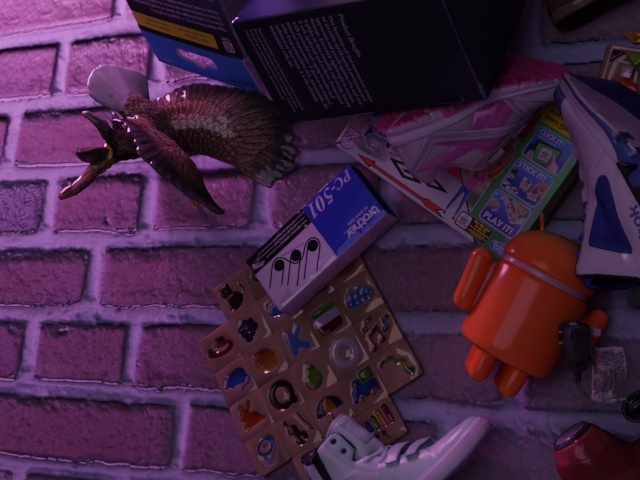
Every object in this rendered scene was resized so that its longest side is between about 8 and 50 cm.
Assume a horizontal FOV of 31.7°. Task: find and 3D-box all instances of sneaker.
[{"bbox_3d":[0.376,-0.344,1.453,0.188,0.066,0.071,-24,67,21],"label":"sneaker"},{"bbox_3d":[0.342,-0.044,1.306,0.182,0.127,0.315,-63,36,34],"label":"sneaker"},{"bbox_3d":[0.088,0.266,1.441,0.256,0.094,0.151,-40,74,18],"label":"sneaker"},{"bbox_3d":[0.205,-0.152,1.438,0.252,0.111,0.103,-19,28,6],"label":"sneaker"}]

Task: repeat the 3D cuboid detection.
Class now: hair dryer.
[{"bbox_3d":[0.380,0.232,1.288,0.224,0.080,0.293,1,91,8],"label":"hair dryer"}]

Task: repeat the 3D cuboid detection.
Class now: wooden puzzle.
[{"bbox_3d":[0.392,-0.218,1.445,0.078,0.014,0.116,7,82,30],"label":"wooden puzzle"}]

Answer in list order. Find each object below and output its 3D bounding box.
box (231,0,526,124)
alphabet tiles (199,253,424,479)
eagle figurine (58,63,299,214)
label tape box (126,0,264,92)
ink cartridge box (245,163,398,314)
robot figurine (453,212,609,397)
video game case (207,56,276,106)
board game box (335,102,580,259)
[{"bbox_3d":[0.093,-0.322,1.458,0.294,0.182,0.296,-3,44,31],"label":"box"},{"bbox_3d":[-0.021,0.163,1.584,0.285,0.011,0.342,-36,64,17],"label":"alphabet tiles"},{"bbox_3d":[-0.211,-0.138,1.660,0.298,0.225,0.226,1,71,42],"label":"eagle figurine"},{"bbox_3d":[-0.196,-0.402,1.654,0.249,0.347,0.115,23,61,39],"label":"label tape box"},{"bbox_3d":[0.000,0.000,1.577,0.207,0.046,0.097,-42,63,13],"label":"ink cartridge box"},{"bbox_3d":[0.259,0.082,1.384,0.158,0.128,0.219,30,95,39],"label":"robot figurine"},{"bbox_3d":[-0.085,-0.286,1.720,0.157,0.019,0.143,39,97,31],"label":"video game case"},{"bbox_3d":[0.195,-0.135,1.516,0.317,0.046,0.213,37,98,30],"label":"board game box"}]
